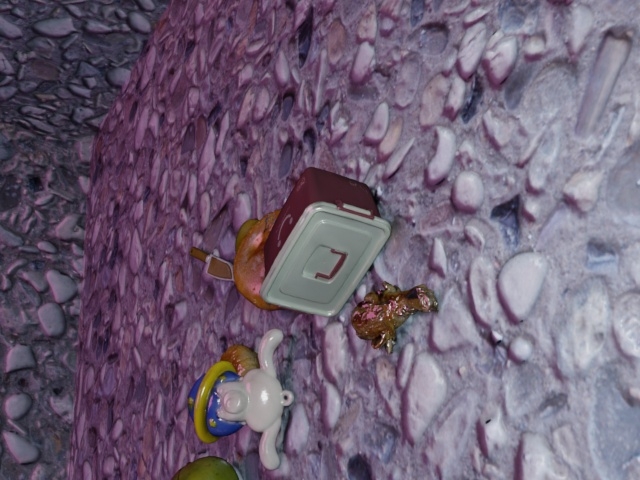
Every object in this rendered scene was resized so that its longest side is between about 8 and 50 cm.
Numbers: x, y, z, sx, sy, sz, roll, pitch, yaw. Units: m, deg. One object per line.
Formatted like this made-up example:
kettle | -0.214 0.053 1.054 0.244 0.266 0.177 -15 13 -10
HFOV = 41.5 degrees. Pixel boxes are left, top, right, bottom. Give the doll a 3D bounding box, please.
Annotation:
doll | -0.188 0.341 1.939 0.242 0.159 0.311 12 86 39

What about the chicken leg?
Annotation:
chicken leg | 0.138 0.129 1.577 0.196 0.080 0.125 -46 51 34

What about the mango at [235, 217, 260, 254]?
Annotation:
mango | -0.160 0.032 2.148 0.122 0.085 0.191 -40 54 32

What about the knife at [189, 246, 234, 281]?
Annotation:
knife | -0.314 0.072 2.465 0.343 0.027 0.061 18 91 59

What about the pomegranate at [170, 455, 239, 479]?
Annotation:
pomegranate | -0.262 0.616 2.036 0.179 0.210 0.179 -59 -8 -14

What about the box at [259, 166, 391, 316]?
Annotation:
box | 0.000 0.000 1.762 0.294 0.193 0.167 -59 25 33

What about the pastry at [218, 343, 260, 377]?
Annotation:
pastry | -0.206 0.333 2.108 0.153 0.081 0.153 -28 57 54

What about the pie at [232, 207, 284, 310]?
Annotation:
pie | -0.106 0.040 1.997 0.273 0.069 0.273 -14 66 34
